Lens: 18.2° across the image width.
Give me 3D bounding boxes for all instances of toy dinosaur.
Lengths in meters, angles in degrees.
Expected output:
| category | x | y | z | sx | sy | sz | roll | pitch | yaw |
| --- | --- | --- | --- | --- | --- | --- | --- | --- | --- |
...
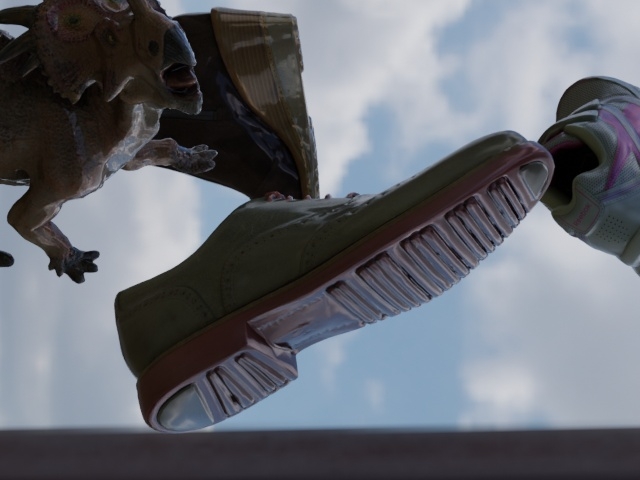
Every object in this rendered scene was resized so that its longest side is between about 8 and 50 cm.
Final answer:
| category | x | y | z | sx | sy | sz | roll | pitch | yaw |
| --- | --- | --- | --- | --- | --- | --- | --- | --- | --- |
| toy dinosaur | -0.185 | -0.085 | 1.190 | 0.127 | 0.296 | 0.200 | -76 | 156 | -46 |

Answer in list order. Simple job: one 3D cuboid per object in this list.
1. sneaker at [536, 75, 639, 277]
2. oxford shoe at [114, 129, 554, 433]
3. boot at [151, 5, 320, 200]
| category | x | y | z | sx | sy | sz | roll | pitch | yaw |
| --- | --- | --- | --- | --- | --- | --- | --- | --- | --- |
| sneaker | 0.233 | -0.075 | 1.697 | 0.103 | 0.111 | 0.252 | -59 | -160 | 24 |
| oxford shoe | 0.000 | 0.000 | 1.447 | 0.130 | 0.348 | 0.123 | 62 | 3 | 29 |
| boot | -0.108 | -0.082 | 1.763 | 0.090 | 0.207 | 0.248 | -94 | 176 | -69 |
